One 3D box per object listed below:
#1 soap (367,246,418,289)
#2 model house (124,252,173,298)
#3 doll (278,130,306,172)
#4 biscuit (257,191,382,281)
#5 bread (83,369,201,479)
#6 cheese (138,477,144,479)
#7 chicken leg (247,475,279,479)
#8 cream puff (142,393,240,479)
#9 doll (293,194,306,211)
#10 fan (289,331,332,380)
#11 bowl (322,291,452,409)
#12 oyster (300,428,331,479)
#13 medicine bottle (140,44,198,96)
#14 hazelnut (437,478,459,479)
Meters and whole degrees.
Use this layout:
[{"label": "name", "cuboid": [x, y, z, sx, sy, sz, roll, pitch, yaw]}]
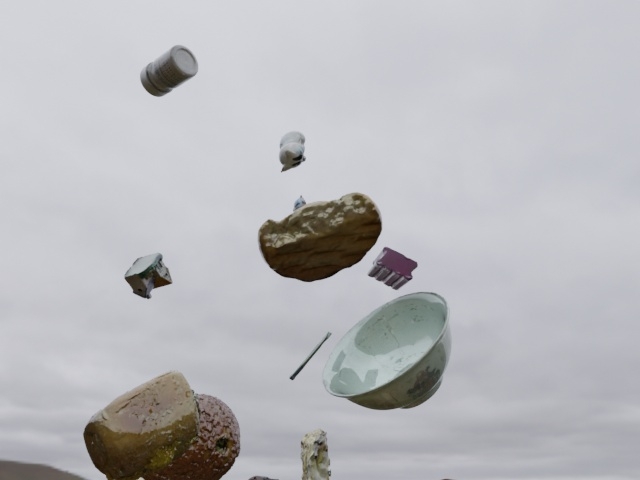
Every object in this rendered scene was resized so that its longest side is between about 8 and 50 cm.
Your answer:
[{"label": "soap", "cuboid": [0.224, 0.091, 1.704, 0.122, 0.065, 0.203, 27, -15, 3]}, {"label": "model house", "cuboid": [-0.476, 0.106, 1.513, 0.088, 0.100, 0.100, -14, -63, 18]}, {"label": "doll", "cuboid": [-0.108, -0.349, 2.100, 0.107, 0.180, 0.110, 3, -51, -5]}, {"label": "biscuit", "cuboid": [0.000, -0.001, 1.207, 0.274, 0.091, 0.213, -17, -36, -9]}, {"label": "bread", "cuboid": [-0.371, 0.417, 1.197, 0.246, 0.176, 0.195, -22, -22, -40]}, {"label": "cheese", "cuboid": [-0.710, 0.962, 1.705, 0.384, 0.383, 0.104, -3, -12, 5]}, {"label": "chicken leg", "cuboid": [-0.203, 0.807, 1.793, 0.145, 0.062, 0.037, 11, -59, -9]}, {"label": "cream puff", "cuboid": [-0.385, 0.550, 1.516, 0.303, 0.303, 0.212, -10, -58, 18]}, {"label": "doll", "cuboid": [-0.056, -0.085, 1.471, 0.039, 0.114, 0.057, -7, -47, -1]}, {"label": "fan", "cuboid": [-0.031, 0.329, 1.531, 0.016, 0.038, 0.193, 39, -72, 4]}, {"label": "bowl", "cuboid": [0.234, 0.363, 1.596, 0.435, 0.434, 0.196, -24, -71, 38]}, {"label": "oyster", "cuboid": [-0.022, 0.580, 1.388, 0.072, 0.208, 0.133, -9, -31, 20]}, {"label": "medicine bottle", "cuboid": [-0.457, -0.511, 1.636, 0.168, 0.104, 0.105, -15, -30, 38]}, {"label": "hazelnut", "cuboid": [0.222, 0.510, 0.941, 0.182, 0.182, 0.182, -1, -27, 0]}]
